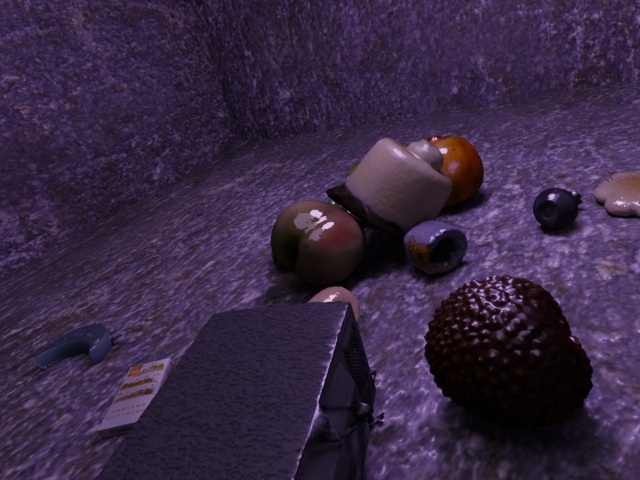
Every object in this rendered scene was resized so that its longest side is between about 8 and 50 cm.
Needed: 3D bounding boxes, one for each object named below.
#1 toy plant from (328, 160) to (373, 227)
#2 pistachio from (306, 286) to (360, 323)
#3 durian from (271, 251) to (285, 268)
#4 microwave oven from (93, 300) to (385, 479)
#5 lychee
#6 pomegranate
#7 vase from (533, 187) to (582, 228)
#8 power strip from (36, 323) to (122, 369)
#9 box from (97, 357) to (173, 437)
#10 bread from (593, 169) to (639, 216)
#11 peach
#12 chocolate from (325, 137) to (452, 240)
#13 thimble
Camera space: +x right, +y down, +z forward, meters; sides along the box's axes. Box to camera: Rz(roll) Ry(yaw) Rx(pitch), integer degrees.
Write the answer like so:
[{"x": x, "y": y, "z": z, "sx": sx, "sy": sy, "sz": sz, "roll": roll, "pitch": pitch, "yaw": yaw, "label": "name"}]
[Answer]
[{"x": 0.155, "y": -0.167, "z": 1.810, "sx": 0.224, "sy": 0.184, "sz": 0.316, "roll": 10, "pitch": 42, "yaw": 14, "label": "toy plant"}, {"x": 0.016, "y": 0.195, "z": 1.161, "sx": 0.145, "sy": 0.117, "sz": 0.200, "roll": 14, "pitch": 39, "yaw": 41, "label": "pistachio"}, {"x": -0.111, "y": 0.053, "z": 1.610, "sx": 0.186, "sy": 0.119, "sz": 0.108, "roll": -24, "pitch": 45, "yaw": 62, "label": "durian"}, {"x": -0.094, "y": 0.329, "z": 0.799, "sx": 0.374, "sy": 0.236, "sz": 0.432, "roll": -8, "pitch": 26, "yaw": 18, "label": "microwave oven"}, {"x": 0.313, "y": 0.196, "z": 0.822, "sx": 0.267, "sy": 0.267, "sz": 0.267, "roll": -14, "pitch": 24, "yaw": 6, "label": "lychee"}, {"x": 0.443, "y": -0.250, "z": 1.677, "sx": 0.264, "sy": 0.264, "sz": 0.264, "roll": -14, "pitch": 24, "yaw": 6, "label": "pomegranate"}, {"x": 0.705, "y": -0.101, "z": 1.369, "sx": 0.183, "sy": 0.120, "sz": 0.120, "roll": -16, "pitch": 18, "yaw": -38, "label": "vase"}, {"x": -0.740, "y": 0.325, "z": 1.462, "sx": 0.253, "sy": 0.054, "sz": 0.167, "roll": -12, "pitch": 25, "yaw": 14, "label": "power strip"}, {"x": -0.455, "y": 0.385, "z": 1.168, "sx": 0.122, "sy": 0.032, "sz": 0.220, "roll": -15, "pitch": 25, "yaw": 6, "label": "box"}, {"x": 0.961, "y": -0.143, "z": 1.347, "sx": 0.316, "sy": 0.054, "sz": 0.316, "roll": -12, "pitch": 25, "yaw": 6, "label": "bread"}, {"x": 0.001, "y": 0.001, "z": 1.423, "sx": 0.292, "sy": 0.247, "sz": 0.292, "roll": -2, "pitch": 28, "yaw": 1, "label": "peach"}, {"x": 0.244, "y": -0.180, "z": 1.472, "sx": 0.326, "sy": 0.297, "sz": 0.314, "roll": 34, "pitch": 13, "yaw": 38, "label": "chocolate"}, {"x": 0.324, "y": 0.017, "z": 1.331, "sx": 0.151, "sy": 0.127, "sz": 0.118, "roll": -24, "pitch": 23, "yaw": -18, "label": "thimble"}]
